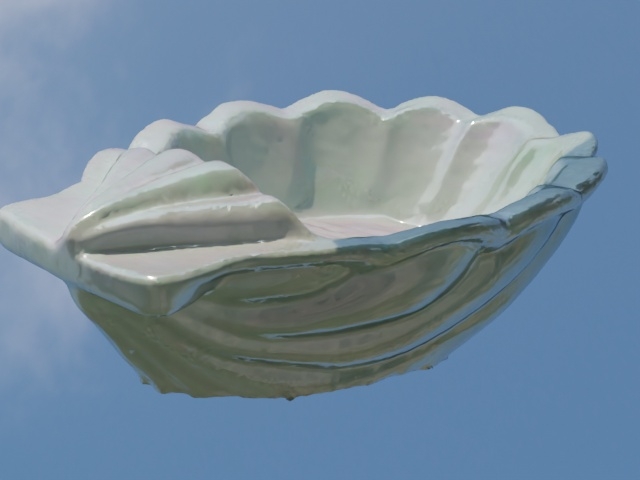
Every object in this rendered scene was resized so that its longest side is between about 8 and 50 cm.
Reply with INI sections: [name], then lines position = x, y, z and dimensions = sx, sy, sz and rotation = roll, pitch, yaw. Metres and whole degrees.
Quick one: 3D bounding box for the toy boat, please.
[toy boat]
position = 0.000, 0.000, 0.749
dimensions = 0.290, 0.199, 0.100
rotation = -13, -67, -43
